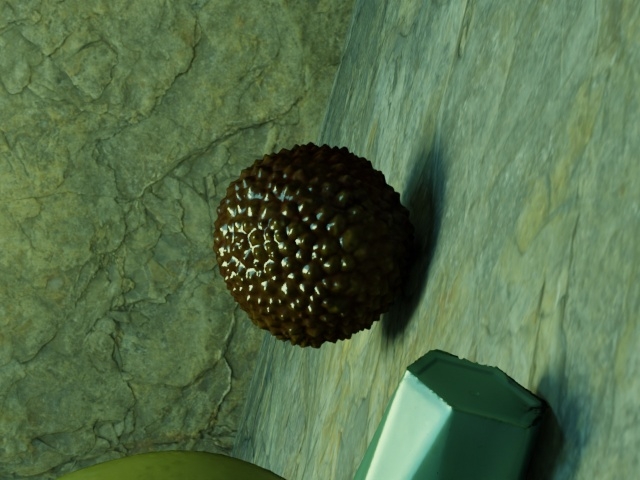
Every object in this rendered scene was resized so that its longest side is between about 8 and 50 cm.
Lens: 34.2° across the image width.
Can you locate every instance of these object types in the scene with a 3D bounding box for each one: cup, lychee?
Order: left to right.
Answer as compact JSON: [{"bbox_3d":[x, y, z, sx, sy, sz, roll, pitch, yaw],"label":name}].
[{"bbox_3d":[0.000,0.000,1.306,0.267,0.267,0.267,-167,90,-83],"label":"lychee"},{"bbox_3d":[0.082,0.211,0.776,0.134,0.148,0.235,-25,-42,-65],"label":"cup"}]

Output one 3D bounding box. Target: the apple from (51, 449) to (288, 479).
[{"bbox_3d":[-0.182,0.459,1.198,0.473,0.474,0.473,-167,90,-83],"label":"apple"}]
